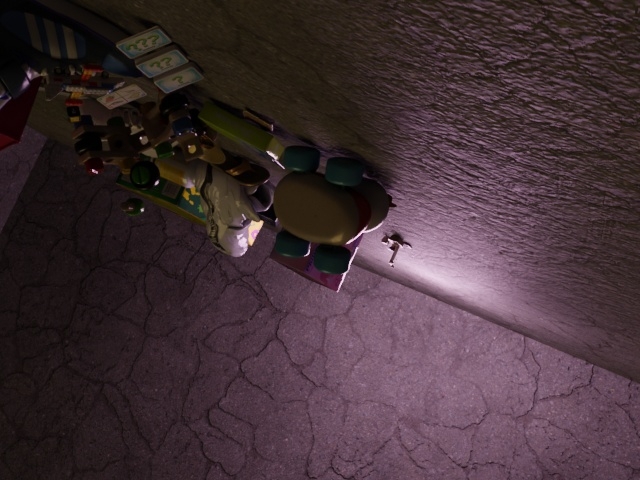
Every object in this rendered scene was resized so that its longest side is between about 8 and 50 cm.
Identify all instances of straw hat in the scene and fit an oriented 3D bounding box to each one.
[{"bbox_3d":[-0.264,-0.241,1.788,0.144,0.061,0.144,23,160,9],"label":"straw hat"}]

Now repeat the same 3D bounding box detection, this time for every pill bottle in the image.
[{"bbox_3d":[-0.431,-0.225,2.441,0.184,0.103,0.103,24,175,9],"label":"pill bottle"}]

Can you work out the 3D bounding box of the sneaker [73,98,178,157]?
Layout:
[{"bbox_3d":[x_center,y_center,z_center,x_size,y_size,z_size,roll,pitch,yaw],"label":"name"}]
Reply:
[{"bbox_3d":[-0.483,-0.302,1.992,0.297,0.111,0.129,13,162,-43],"label":"sneaker"}]

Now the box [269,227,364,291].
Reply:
[{"bbox_3d":[0.000,0.000,2.146,0.117,0.214,0.243,22,173,29],"label":"box"}]

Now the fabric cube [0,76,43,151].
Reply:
[{"bbox_3d":[-0.675,-0.320,1.436,0.254,0.258,0.259,28,155,-38],"label":"fabric cube"}]

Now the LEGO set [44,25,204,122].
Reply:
[{"bbox_3d":[-0.332,-0.252,1.291,0.244,0.060,0.182,-18,164,10],"label":"LEGO set"}]

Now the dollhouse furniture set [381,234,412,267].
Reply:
[{"bbox_3d":[0.194,0.027,2.250,0.091,0.081,0.114,22,174,24],"label":"dollhouse furniture set"}]

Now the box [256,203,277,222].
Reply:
[{"bbox_3d":[-0.191,-0.120,2.455,0.155,0.093,0.158,25,174,0],"label":"box"}]

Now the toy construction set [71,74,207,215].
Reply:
[{"bbox_3d":[-0.374,-0.244,1.610,0.309,0.257,0.237,44,-170,8],"label":"toy construction set"}]

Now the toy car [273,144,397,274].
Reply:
[{"bbox_3d":[0.048,-0.075,1.596,0.210,0.219,0.238,20,-158,37],"label":"toy car"}]

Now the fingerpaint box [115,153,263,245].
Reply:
[{"bbox_3d":[-0.472,-0.166,2.881,0.444,0.163,0.371,19,172,47],"label":"fingerpaint box"}]

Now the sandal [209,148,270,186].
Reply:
[{"bbox_3d":[-0.219,-0.197,2.057,0.180,0.072,0.049,27,154,13],"label":"sandal"}]

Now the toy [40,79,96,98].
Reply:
[{"bbox_3d":[-0.682,-0.402,2.012,0.237,0.056,0.137,8,-175,4],"label":"toy"}]

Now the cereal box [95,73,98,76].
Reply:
[{"bbox_3d":[-0.653,-0.421,1.825,0.240,0.047,0.173,21,174,39],"label":"cereal box"}]

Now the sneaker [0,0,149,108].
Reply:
[{"bbox_3d":[-0.474,-0.288,1.318,0.322,0.236,0.130,27,174,-27],"label":"sneaker"}]

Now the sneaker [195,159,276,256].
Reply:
[{"bbox_3d":[-0.224,-0.075,2.265,0.210,0.137,0.366,16,139,28],"label":"sneaker"}]

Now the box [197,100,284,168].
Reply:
[{"bbox_3d":[-0.148,-0.210,1.564,0.178,0.042,0.109,29,180,11],"label":"box"}]

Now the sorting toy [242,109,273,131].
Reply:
[{"bbox_3d":[-0.119,-0.230,1.517,0.062,0.012,0.083,27,175,1],"label":"sorting toy"}]
